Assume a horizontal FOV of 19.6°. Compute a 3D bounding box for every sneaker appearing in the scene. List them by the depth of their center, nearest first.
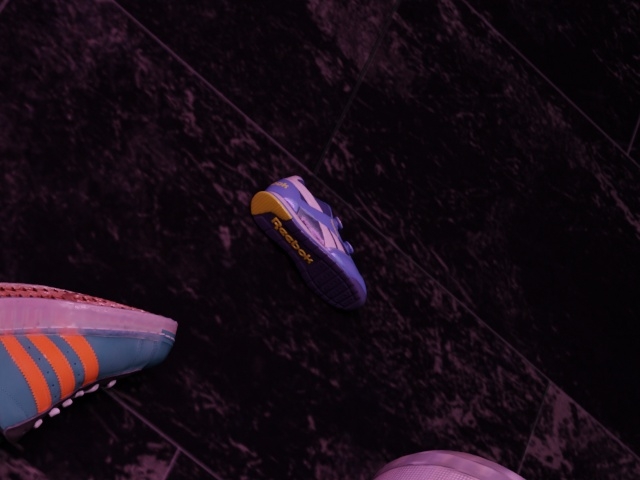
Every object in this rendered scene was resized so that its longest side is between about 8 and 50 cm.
[{"bbox_3d":[-0.239,0.099,1.448,0.302,0.108,0.121,5,96,-48],"label":"sneaker"},{"bbox_3d":[0.000,0.000,1.716,0.144,0.053,0.059,53,45,-9],"label":"sneaker"}]

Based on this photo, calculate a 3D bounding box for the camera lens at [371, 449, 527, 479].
[{"bbox_3d":[0.082,0.324,1.519,0.219,0.219,0.274,51,47,-9],"label":"camera lens"}]
